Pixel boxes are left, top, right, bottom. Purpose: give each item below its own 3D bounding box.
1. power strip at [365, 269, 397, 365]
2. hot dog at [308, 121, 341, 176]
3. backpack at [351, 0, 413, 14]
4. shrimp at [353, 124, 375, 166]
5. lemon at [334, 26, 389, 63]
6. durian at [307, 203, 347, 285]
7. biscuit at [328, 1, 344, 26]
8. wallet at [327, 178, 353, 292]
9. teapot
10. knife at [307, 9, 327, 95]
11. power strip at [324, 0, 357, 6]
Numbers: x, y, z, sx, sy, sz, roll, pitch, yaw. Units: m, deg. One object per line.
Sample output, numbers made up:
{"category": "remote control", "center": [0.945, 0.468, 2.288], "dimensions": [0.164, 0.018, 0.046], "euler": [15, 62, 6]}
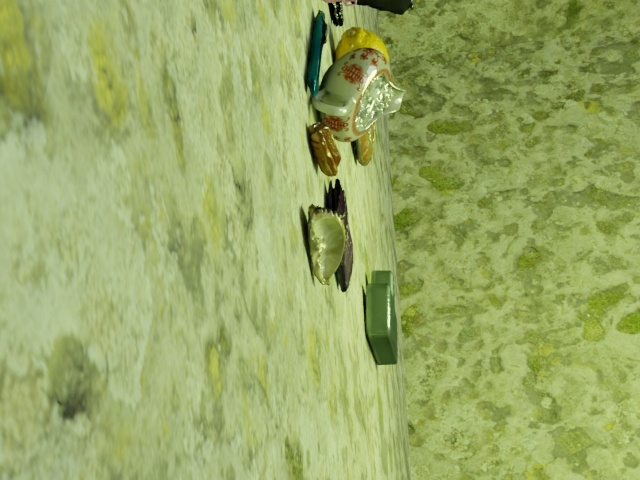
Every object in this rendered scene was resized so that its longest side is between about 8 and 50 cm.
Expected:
{"category": "power strip", "center": [0.141, 0.165, 2.077], "dimensions": [0.265, 0.059, 0.193], "euler": [69, 21, -64]}
{"category": "hot dog", "center": [0.004, -0.138, 1.369], "dimensions": [0.122, 0.037, 0.049], "euler": [63, 34, -57]}
{"category": "backpack", "center": [0.152, -0.742, 2.050], "dimensions": [0.363, 0.255, 0.445], "euler": [107, -15, -47]}
{"category": "shrimp", "center": [0.092, -0.302, 2.072], "dimensions": [0.317, 0.062, 0.164], "euler": [80, 11, -45]}
{"category": "lemon", "center": [0.084, -0.370, 1.852], "dimensions": [0.155, 0.114, 0.114], "euler": [71, 15, -46]}
{"category": "durian", "center": [0.009, 0.001, 1.224], "dimensions": [0.066, 0.052, 0.130], "euler": [-82, 165, -52]}
{"category": "biscuit", "center": [0.032, -0.487, 1.863], "dimensions": [0.087, 0.027, 0.089], "euler": [-16, 101, -83]}
{"category": "wallet", "center": [0.035, -0.007, 1.504], "dimensions": [0.111, 0.030, 0.166], "euler": [-89, 171, -46]}
{"category": "teapot", "center": [0.052, -0.236, 1.481], "dimensions": [0.245, 0.116, 0.159], "euler": [-40, 162, -54]}
{"category": "knife", "center": [-0.003, -0.309, 1.471], "dimensions": [0.296, 0.026, 0.044], "euler": [-87, 180, -54]}
{"category": "power strip", "center": [0.041, -0.582, 1.693], "dimensions": [0.037, 0.109, 0.279], "euler": [-42, 125, -79]}
